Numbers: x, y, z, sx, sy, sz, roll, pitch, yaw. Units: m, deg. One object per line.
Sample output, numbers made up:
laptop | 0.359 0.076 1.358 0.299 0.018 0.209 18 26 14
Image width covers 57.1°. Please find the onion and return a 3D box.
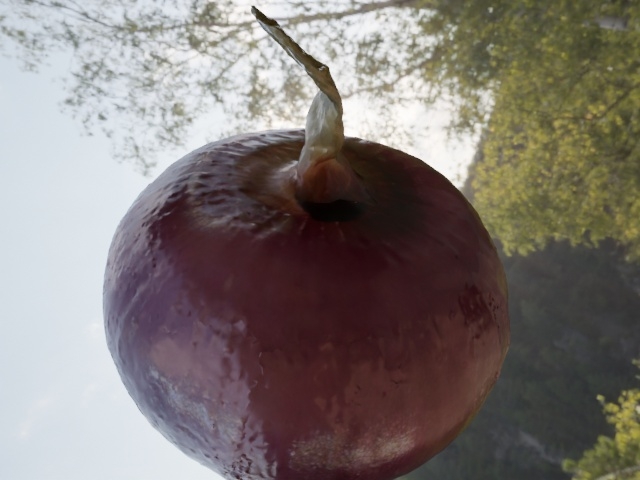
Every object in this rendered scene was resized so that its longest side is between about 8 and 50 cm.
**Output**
onion | 0.006 0.031 0.520 0.345 0.358 0.358 -45 2 39
